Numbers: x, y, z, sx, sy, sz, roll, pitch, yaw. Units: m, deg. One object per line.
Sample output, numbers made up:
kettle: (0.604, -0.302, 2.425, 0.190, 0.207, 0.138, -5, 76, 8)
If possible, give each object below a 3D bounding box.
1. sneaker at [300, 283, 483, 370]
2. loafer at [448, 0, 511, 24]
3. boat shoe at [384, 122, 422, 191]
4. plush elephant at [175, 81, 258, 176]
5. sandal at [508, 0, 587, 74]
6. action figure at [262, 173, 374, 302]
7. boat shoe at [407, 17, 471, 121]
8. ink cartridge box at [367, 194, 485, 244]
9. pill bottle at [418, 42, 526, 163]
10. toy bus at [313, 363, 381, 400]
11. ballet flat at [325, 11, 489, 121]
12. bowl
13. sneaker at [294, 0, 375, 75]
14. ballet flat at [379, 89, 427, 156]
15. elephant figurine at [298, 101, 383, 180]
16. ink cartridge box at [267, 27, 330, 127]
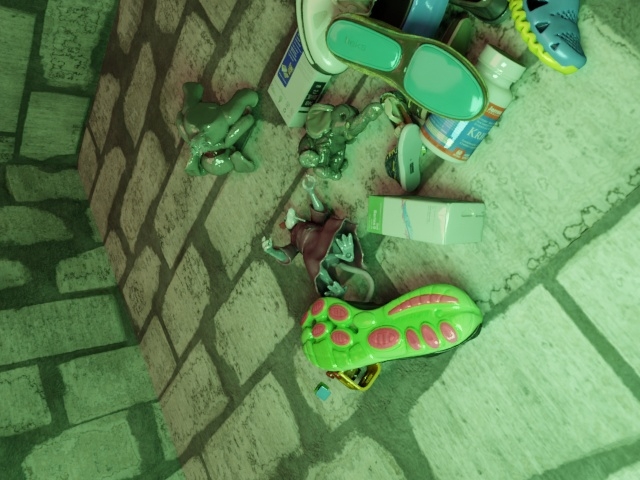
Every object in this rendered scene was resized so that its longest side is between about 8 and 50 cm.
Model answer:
sneaker: (0.150, 0.220, 1.136, 0.482, 0.202, 0.185, -11, 66, 38)
loafer: (0.278, -0.559, 1.024, 0.302, 0.095, 0.109, 49, 126, 33)
boat shoe: (0.187, -0.202, 1.131, 0.083, 0.065, 0.183, 44, 155, 39)
plush elephant: (-0.352, -0.340, 1.645, 0.255, 0.271, 0.330, 85, -168, -56)
sandal: (0.416, -0.454, 0.870, 0.138, 0.126, 0.318, -25, 77, 41)
action figure: (0.000, 0.000, 1.357, 0.248, 0.275, 0.370, -49, 32, -3)
boat shoe: (0.258, -0.382, 1.071, 0.068, 0.081, 0.228, 39, 123, 33)
ink cartridge box: (0.232, -0.051, 1.073, 0.212, 0.154, 0.093, 10, 100, 46)
pill bottle: (0.311, -0.279, 0.991, 0.124, 0.124, 0.222, 54, 130, 30)
toy bus: (0.090, 0.349, 1.294, 0.104, 0.202, 0.191, 39, 118, 3)
ballet flat: (0.175, -0.348, 0.945, 0.348, 0.123, 0.123, 30, 118, 10)
bowl: (0.151, -0.587, 1.094, 0.391, 0.077, 0.392, 177, 90, -65)
sneaker: (0.077, -0.559, 0.967, 0.257, 0.169, 0.448, -136, 51, -58)
ballet flat: (0.193, -0.281, 1.164, 0.070, 0.070, 0.189, -42, 63, 41)
elephant figurine: (0.044, -0.294, 1.274, 0.186, 0.169, 0.240, 29, 115, 4)
ink cartridge box: (-0.037, -0.501, 1.376, 0.333, 0.065, 0.165, -53, 56, 44)
